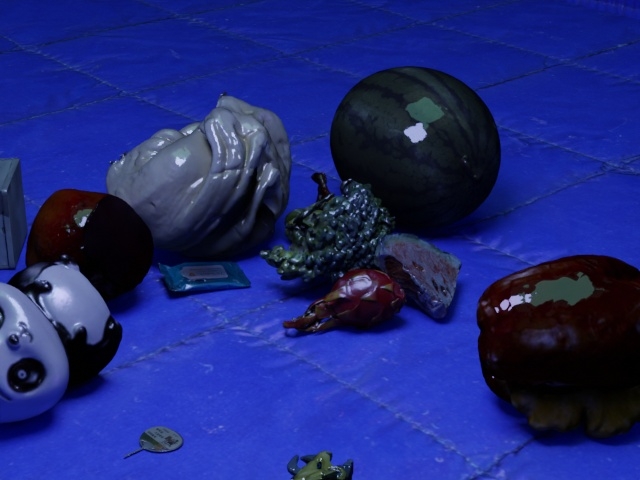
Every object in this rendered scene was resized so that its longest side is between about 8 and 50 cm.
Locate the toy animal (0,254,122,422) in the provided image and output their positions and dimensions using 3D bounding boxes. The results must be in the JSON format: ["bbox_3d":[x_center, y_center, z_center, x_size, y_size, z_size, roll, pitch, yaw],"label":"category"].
[{"bbox_3d":[-0.397,0.139,1.632,0.187,0.165,0.235,53,35,5],"label":"toy animal"}]

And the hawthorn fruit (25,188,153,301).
[{"bbox_3d":[-0.373,0.000,1.917,0.190,0.189,0.251,-13,25,-27],"label":"hawthorn fruit"}]

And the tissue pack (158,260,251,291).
[{"bbox_3d":[-0.188,0.059,1.981,0.138,0.027,0.085,-4,28,-21],"label":"tissue pack"}]

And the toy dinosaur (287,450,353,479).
[{"bbox_3d":[-0.013,0.328,1.348,0.153,0.094,0.259,15,37,28],"label":"toy dinosaur"}]

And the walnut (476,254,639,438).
[{"bbox_3d":[0.335,0.146,1.633,0.269,0.243,0.221,-11,-12,-9],"label":"walnut"}]

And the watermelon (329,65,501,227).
[{"bbox_3d":[0.171,-0.162,2.166,0.279,0.278,0.359,-15,30,-30],"label":"watermelon"}]

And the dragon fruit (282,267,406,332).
[{"bbox_3d":[0.032,0.092,1.850,0.191,0.094,0.094,-12,27,-5],"label":"dragon fruit"}]

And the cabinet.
[{"bbox_3d":[-0.609,-0.045,2.049,0.206,0.145,0.150,-1,26,-4],"label":"cabinet"}]

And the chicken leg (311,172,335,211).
[{"bbox_3d":[0.029,-0.049,2.156,0.048,0.089,0.219,36,2,-35],"label":"chicken leg"}]

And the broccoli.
[{"bbox_3d":[-0.010,0.011,1.986,0.198,0.177,0.275,-44,21,-32],"label":"broccoli"}]

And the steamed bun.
[{"bbox_3d":[-0.176,-0.084,2.043,0.320,0.275,0.206,-31,65,-7],"label":"steamed bun"}]

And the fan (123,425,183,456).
[{"bbox_3d":[-0.208,0.261,1.574,0.060,0.003,0.080,8,26,16],"label":"fan"}]

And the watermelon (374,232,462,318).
[{"bbox_3d":[0.152,0.066,1.900,0.187,0.071,0.139,17,38,-38],"label":"watermelon"}]
